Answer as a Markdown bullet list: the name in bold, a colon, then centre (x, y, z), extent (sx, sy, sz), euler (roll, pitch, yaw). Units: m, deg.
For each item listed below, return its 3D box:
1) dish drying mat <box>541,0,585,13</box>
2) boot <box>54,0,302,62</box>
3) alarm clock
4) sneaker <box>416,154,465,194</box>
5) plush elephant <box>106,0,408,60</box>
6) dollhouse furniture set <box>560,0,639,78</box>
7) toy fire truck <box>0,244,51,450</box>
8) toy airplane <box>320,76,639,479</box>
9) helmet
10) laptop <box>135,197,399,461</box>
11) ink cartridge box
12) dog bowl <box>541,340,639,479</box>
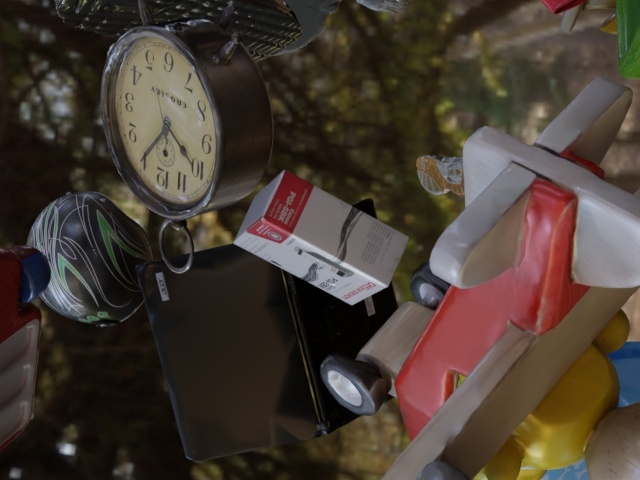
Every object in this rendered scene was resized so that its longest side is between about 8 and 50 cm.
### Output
- **dish drying mat**: centre (0.127, -0.155, 0.767), extent (0.008, 0.032, 0.083), euler (61, -179, -45)
- **boot**: centre (-0.140, -0.276, 1.171), extent (0.338, 0.118, 0.222), euler (18, -132, -67)
- **alarm clock**: centre (-0.090, -0.065, 0.915), extent (0.064, 0.129, 0.192), euler (-16, -55, -42)
- **sneaker**: centre (0.112, -0.055, 1.114), extent (0.037, 0.083, 0.031), euler (-19, -68, -27)
- **plush elephant**: centre (-0.093, -0.336, 1.524), extent (0.255, 0.330, 0.271), euler (-120, 32, -45)
- **dollhouse furniture set**: centre (0.258, -0.146, 0.796), extent (0.301, 0.198, 0.151), euler (82, -174, -75)
- **toy fire truck**: centre (-0.331, 0.117, 1.148), extent (0.254, 0.169, 0.302), euler (-43, -24, -45)
- **toy airplane**: centre (0.170, 0.080, 0.954), extent (0.386, 0.272, 0.384), euler (-51, -11, 16)
- **helmet**: centre (-0.319, 0.023, 1.844), extent (0.161, 0.169, 0.169), euler (45, -131, -44)
- **laptop**: centre (-0.042, 0.099, 1.547), extent (0.264, 0.137, 0.234), euler (-22, -78, -46)
- **ink cartridge box**: centre (0.000, 0.000, 1.269), extent (0.056, 0.135, 0.099), euler (-66, 12, -21)
- **dog bowl**: centre (0.269, 0.178, 1.376), extent (0.166, 0.297, 0.074), euler (-139, 43, -63)
